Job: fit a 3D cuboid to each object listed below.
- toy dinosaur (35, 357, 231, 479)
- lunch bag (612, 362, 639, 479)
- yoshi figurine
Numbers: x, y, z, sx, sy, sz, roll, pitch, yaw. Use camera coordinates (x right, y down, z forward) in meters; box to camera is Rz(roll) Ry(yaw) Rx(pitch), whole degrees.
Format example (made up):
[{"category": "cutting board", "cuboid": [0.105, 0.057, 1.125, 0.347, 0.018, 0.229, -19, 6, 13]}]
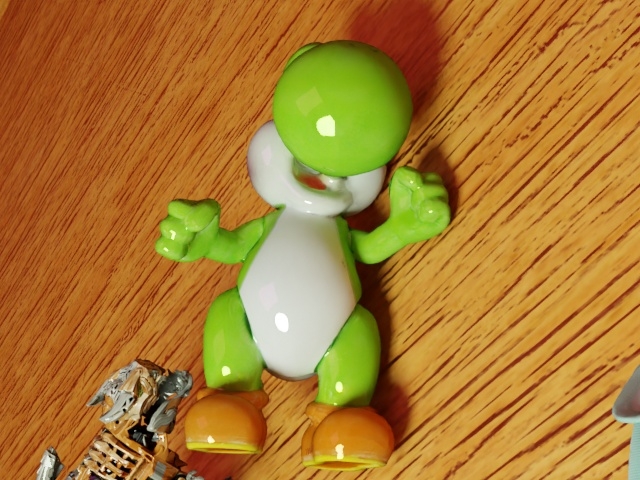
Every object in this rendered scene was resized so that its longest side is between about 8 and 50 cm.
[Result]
[{"category": "toy dinosaur", "cuboid": [-0.164, 0.267, 0.996, 0.322, 0.218, 0.164, -63, 34, 21]}, {"category": "lunch bag", "cuboid": [0.244, 0.102, 0.470, 0.223, 0.160, 0.262, -35, 39, 52]}, {"category": "yoshi figurine", "cuboid": [-0.006, -0.008, 0.901, 0.203, 0.204, 0.362, -8, 68, 40]}]
